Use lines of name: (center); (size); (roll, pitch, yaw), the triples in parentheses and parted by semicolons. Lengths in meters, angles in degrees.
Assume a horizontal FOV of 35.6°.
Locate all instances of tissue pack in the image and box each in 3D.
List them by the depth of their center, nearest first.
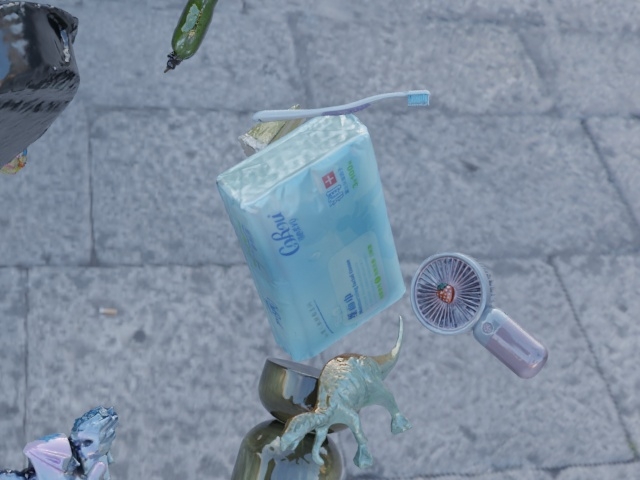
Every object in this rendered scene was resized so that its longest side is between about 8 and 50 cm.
tissue pack: (0.000, 0.000, 1.152); (0.177, 0.263, 0.089); (-33, 43, -18)

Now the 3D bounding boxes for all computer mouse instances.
computer mouse: (-0.287, -0.064, 0.670); (0.087, 0.295, 0.168); (50, 7, 0)

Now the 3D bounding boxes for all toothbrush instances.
toothbrush: (0.014, -0.096, 0.719); (0.131, 0.011, 0.013); (-5, 69, 11)

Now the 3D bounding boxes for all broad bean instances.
broad bean: (-0.223, -0.468, 1.911); (0.061, 0.339, 0.077); (22, 24, -10)

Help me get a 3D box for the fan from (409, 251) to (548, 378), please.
fan: (0.245, 0.116, 1.526); (0.244, 0.130, 0.074); (41, 17, 26)

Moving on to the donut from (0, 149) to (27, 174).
donut: (-0.432, -0.164, 1.282); (0.068, 0.175, 0.175); (-15, 54, -25)

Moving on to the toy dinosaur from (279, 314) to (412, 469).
toy dinosaur: (0.073, 0.241, 1.572); (0.092, 0.206, 0.393); (-6, 33, 41)

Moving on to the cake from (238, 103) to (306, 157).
cake: (-0.074, -0.176, 1.605); (0.065, 0.052, 0.121); (24, 61, 32)

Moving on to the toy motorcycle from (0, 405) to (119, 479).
toy motorcycle: (-0.303, 0.317, 1.294); (0.108, 0.239, 0.204); (19, 73, 46)

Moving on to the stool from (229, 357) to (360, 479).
stool: (-0.044, 0.345, 1.655); (0.179, 0.179, 0.264); (17, 88, 1)
